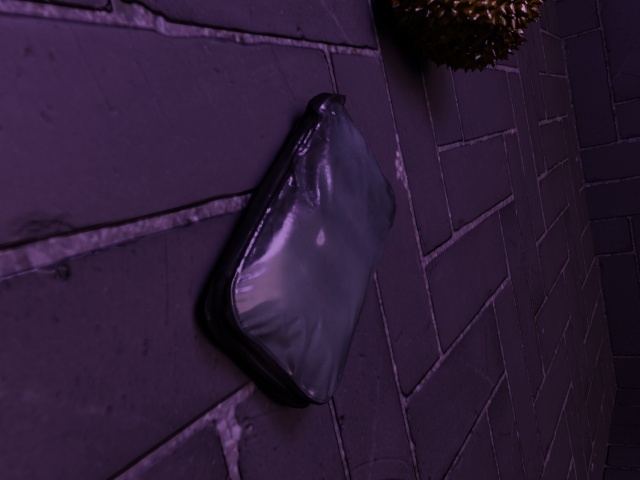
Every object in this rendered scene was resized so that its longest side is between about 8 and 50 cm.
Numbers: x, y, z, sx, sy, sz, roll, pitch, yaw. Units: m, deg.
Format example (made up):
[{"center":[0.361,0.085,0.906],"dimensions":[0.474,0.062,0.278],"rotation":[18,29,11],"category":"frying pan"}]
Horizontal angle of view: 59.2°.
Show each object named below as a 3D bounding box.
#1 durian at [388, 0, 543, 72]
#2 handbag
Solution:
[{"center":[0.234,-0.398,0.891],"dimensions":[0.292,0.258,0.258],"rotation":[-3,86,-53],"category":"durian"},{"center":[0.001,-0.002,0.606],"dimensions":[0.192,0.074,0.332],"rotation":[52,46,-33],"category":"handbag"}]
